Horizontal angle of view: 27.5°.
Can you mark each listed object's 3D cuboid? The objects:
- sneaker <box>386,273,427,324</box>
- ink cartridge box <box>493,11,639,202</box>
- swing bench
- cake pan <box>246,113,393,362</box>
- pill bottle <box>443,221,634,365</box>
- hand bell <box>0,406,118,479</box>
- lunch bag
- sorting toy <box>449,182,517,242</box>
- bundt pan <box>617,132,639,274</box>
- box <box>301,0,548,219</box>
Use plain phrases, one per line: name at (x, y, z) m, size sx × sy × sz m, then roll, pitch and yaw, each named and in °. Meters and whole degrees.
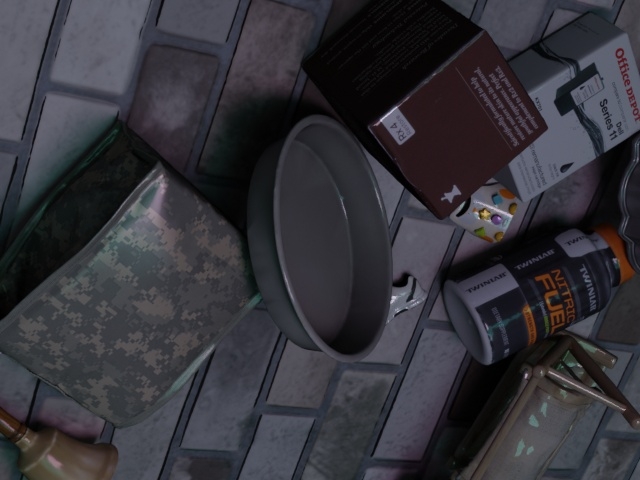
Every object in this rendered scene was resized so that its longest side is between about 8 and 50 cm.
sneaker at (0.087, 0.083, 1.746) m, size 0.109 × 0.040 × 0.043 m, roll -33°, pitch 110°, yaw -9°
ink cartridge box at (0.303, -0.170, 1.669) m, size 0.208 × 0.087 × 0.153 m, roll -33°, pitch 127°, yaw -6°
swing bench at (0.301, 0.270, 1.840) m, size 0.165 × 0.254 × 0.253 m, roll 28°, pitch 105°, yaw -4°
cake pan at (0.000, 0.000, 1.535) m, size 0.054 × 0.293 × 0.293 m, roll -9°, pitch 131°, yaw 27°
pill bottle at (0.301, 0.062, 1.772) m, size 0.246 × 0.130 × 0.130 m, roll -25°, pitch 125°, yaw -12°
hand bell at (-0.374, 0.227, 1.584) m, size 0.126 × 0.126 × 0.242 m, roll -43°, pitch 113°, yaw 3°
lunch bag at (-0.229, 0.054, 1.495) m, size 0.287 × 0.169 × 0.235 m, roll -47°, pitch 127°, yaw 0°
sorting toy at (0.213, -0.039, 1.736) m, size 0.075 × 0.045 × 0.083 m, roll 20°, pitch 108°, yaw -12°
bundt pan at (0.555, -0.063, 1.722) m, size 0.331 × 0.124 × 0.330 m, roll -11°, pitch 115°, yaw -25°
box at (0.117, -0.167, 1.512) m, size 0.167 × 0.203 × 0.168 m, roll -41°, pitch 127°, yaw 0°
